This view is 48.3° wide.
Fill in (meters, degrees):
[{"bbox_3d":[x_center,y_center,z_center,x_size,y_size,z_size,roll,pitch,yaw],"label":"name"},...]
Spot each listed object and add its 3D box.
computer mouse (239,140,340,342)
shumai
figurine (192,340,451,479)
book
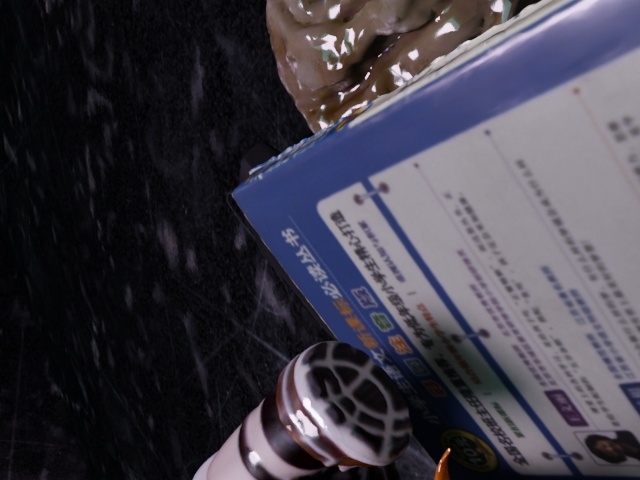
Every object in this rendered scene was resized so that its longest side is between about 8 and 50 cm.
[{"bbox_3d":[0.000,0.000,0.704,0.264,0.088,0.147,43,152,39],"label":"computer mouse"},{"bbox_3d":[0.067,-0.118,0.434,0.185,0.184,0.218,-131,27,-82],"label":"shumai"},{"bbox_3d":[0.056,0.240,0.420,0.323,0.196,0.320,53,170,29],"label":"figurine"},{"bbox_3d":[0.156,0.025,0.366,0.428,0.039,0.300,-21,110,49],"label":"book"}]
